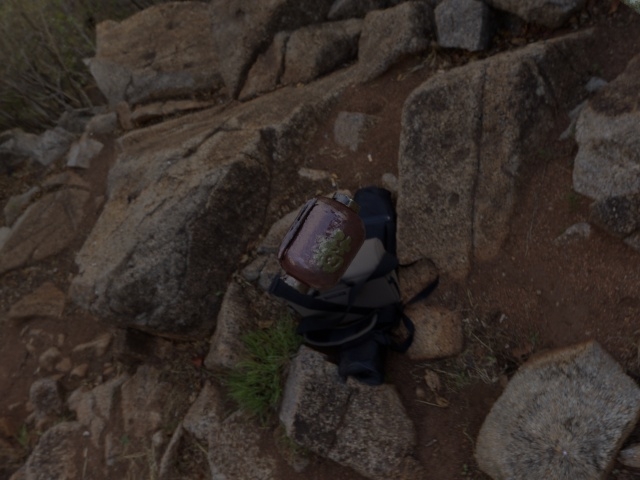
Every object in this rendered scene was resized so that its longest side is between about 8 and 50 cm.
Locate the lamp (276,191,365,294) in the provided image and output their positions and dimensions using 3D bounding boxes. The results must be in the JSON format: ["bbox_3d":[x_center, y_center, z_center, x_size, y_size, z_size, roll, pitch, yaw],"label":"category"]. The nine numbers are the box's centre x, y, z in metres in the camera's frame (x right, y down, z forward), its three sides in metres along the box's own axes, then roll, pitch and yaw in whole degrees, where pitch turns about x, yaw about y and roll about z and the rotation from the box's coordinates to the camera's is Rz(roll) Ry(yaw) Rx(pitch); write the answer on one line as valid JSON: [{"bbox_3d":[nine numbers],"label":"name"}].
[{"bbox_3d":[0.000,0.000,1.045,0.180,0.180,0.258,28,86,35],"label":"lamp"}]

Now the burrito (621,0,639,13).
[{"bbox_3d":[0.693,-0.590,1.034,0.058,0.045,0.188,-24,68,-28],"label":"burrito"}]
